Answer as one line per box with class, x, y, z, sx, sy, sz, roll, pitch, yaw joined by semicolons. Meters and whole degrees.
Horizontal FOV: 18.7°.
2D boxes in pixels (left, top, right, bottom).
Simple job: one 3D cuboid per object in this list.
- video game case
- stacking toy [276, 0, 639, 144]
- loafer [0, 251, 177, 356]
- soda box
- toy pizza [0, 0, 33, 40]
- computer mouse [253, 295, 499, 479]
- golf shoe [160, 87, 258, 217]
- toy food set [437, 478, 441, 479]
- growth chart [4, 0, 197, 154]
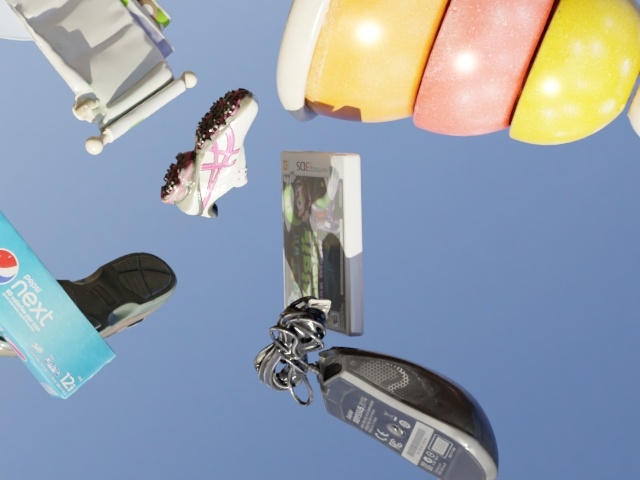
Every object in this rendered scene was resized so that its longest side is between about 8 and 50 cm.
video game case;0.000;0.000;2.080;0.022;0.190;0.173;-4;-175;-23
stacking toy;0.220;-0.208;2.066;0.351;0.479;0.350;-63;171;-17
loafer;-0.272;0.090;2.149;0.267;0.096;0.084;-18;149;-43
soda box;-0.300;0.056;1.938;0.071;0.210;0.067;-40;-169;-16
toy pizza;-0.282;-0.279;1.928;0.201;0.201;0.032;-34;-131;19
computer mouse;0.072;0.150;1.969;0.072;0.272;0.188;-57;177;-29
golf shoe;-0.119;-0.107;2.373;0.186;0.086;0.067;-53;-156;30
toy food set;0.141;0.293;2.117;0.019;0.078;0.122;-7;-143;-10
growth chart;-0.209;-0.207;1.743;0.172;0.237;0.021;-33;177;-42
